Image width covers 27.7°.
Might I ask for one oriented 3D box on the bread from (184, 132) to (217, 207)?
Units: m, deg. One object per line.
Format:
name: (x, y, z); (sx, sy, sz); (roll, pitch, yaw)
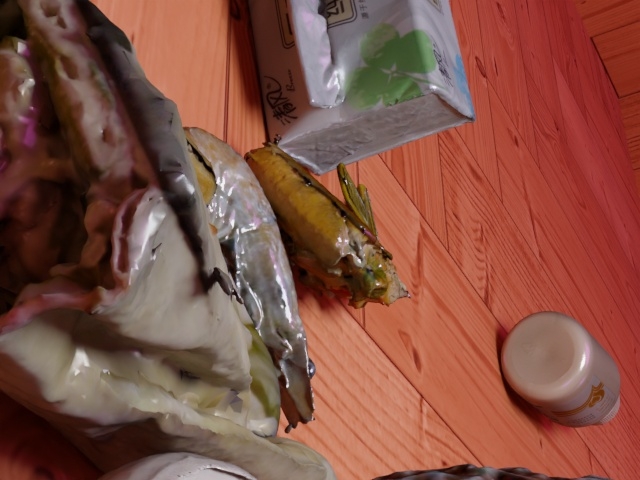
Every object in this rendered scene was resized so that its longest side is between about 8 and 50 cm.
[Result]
bread: (-0.111, -0.045, 0.790); (0.072, 0.053, 0.106); (-54, 134, -16)

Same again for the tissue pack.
tissue pack: (0.016, -0.198, 1.098); (0.145, 0.159, 0.229); (30, 46, -60)

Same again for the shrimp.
shrimp: (-0.059, 0.025, 0.885); (0.126, 0.047, 0.223); (-6, 73, -61)

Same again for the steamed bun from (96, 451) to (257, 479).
steamed bun: (-0.082, 0.206, 0.558); (0.177, 0.130, 0.228); (50, 32, -29)

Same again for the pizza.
pizza: (0.000, 0.000, 1.023); (0.147, 0.069, 0.226); (44, -1, 11)

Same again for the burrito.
burrito: (-0.098, 0.035, 0.649); (0.190, 0.135, 0.332); (52, -8, 32)

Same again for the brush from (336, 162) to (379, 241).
brush: (0.037, -0.027, 1.155); (0.218, 0.010, 0.083); (56, 21, -72)

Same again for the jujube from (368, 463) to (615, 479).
jujube: (0.130, 0.253, 0.822); (0.226, 0.317, 0.226); (-5, 90, -75)

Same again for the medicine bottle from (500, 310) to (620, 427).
medicine bottle: (0.314, 0.173, 1.626); (0.252, 0.114, 0.114); (37, 40, -57)
